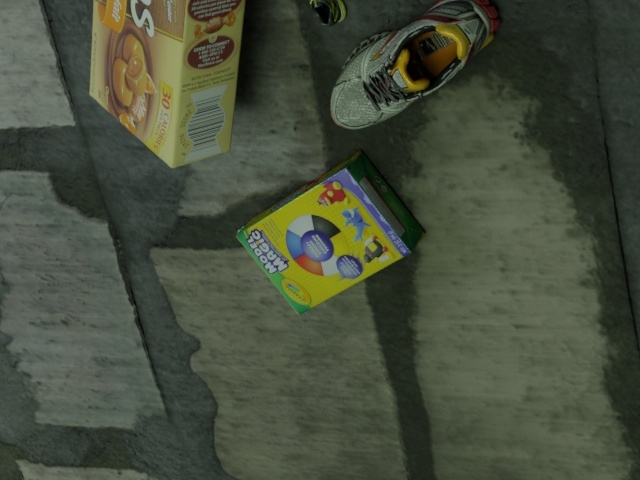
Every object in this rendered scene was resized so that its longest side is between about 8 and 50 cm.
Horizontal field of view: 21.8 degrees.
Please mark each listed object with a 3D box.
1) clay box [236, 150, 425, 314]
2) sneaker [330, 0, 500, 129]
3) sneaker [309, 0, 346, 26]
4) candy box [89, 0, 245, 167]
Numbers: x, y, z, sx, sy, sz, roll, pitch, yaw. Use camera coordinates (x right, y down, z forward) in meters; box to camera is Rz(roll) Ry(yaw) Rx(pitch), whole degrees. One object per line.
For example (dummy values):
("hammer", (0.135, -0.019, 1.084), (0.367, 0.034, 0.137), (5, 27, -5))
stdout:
("clay box", (0.000, 0.000, 1.962), (0.222, 0.053, 0.127), (-32, 102, 36))
("sneaker", (0.086, -0.187, 1.776), (0.088, 0.093, 0.225), (48, 129, -7))
("sneaker", (0.000, -0.271, 1.804), (0.031, 0.035, 0.083), (-21, 108, 34))
("candy box", (-0.168, -0.261, 1.818), (0.183, 0.087, 0.316), (40, 135, 37))
